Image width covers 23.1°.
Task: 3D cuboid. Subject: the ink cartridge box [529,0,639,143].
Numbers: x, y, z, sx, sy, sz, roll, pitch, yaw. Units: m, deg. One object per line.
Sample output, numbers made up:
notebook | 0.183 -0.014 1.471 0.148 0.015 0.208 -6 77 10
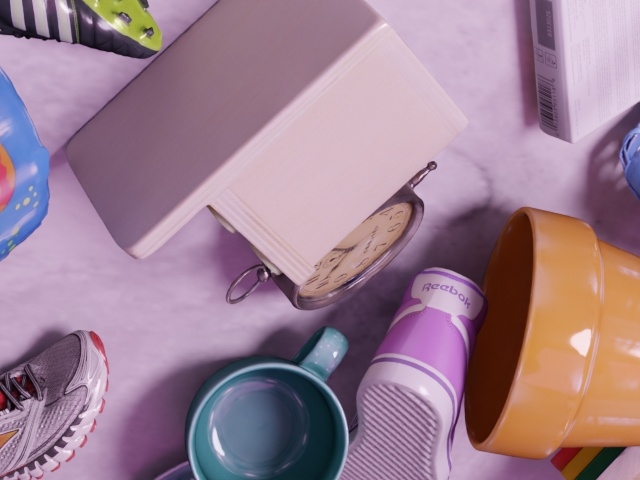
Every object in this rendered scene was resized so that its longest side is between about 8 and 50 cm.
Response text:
ink cartridge box | 0.248 -0.182 1.277 0.179 0.045 0.145 -34 133 -27

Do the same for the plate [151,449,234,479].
plate | -0.102 0.254 1.393 0.188 0.024 0.188 -14 128 -19

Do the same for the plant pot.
plant pot | 0.236 0.090 1.298 0.188 0.205 0.205 12 118 -6

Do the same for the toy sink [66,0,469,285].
toy sink | -0.039 -0.072 1.118 0.234 0.153 0.131 -42 131 3

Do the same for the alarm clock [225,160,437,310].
alarm clock | 0.000 0.000 1.214 0.192 0.064 0.129 -30 159 -33

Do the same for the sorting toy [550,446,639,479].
sorting toy | 0.351 0.167 1.492 0.255 0.089 0.257 -50 147 12

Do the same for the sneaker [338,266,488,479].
sneaker | 0.088 0.127 1.356 0.102 0.161 0.282 22 148 3

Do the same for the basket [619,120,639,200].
basket | 0.376 -0.084 1.280 0.255 0.201 0.289 -40 147 4

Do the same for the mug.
mug | -0.035 0.155 1.294 0.158 0.097 0.129 -22 94 -7

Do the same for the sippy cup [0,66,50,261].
sippy cup | -0.298 -0.028 0.963 0.224 0.305 0.240 -34 111 -30

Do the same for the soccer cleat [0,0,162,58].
soccer cleat | -0.186 -0.160 1.049 0.179 0.060 0.072 23 132 -40

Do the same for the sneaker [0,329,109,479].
sneaker | -0.257 0.145 1.196 0.225 0.088 0.093 -39 130 1

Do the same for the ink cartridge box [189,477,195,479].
ink cartridge box | -0.041 0.331 1.348 0.100 0.172 0.237 -46 130 7
